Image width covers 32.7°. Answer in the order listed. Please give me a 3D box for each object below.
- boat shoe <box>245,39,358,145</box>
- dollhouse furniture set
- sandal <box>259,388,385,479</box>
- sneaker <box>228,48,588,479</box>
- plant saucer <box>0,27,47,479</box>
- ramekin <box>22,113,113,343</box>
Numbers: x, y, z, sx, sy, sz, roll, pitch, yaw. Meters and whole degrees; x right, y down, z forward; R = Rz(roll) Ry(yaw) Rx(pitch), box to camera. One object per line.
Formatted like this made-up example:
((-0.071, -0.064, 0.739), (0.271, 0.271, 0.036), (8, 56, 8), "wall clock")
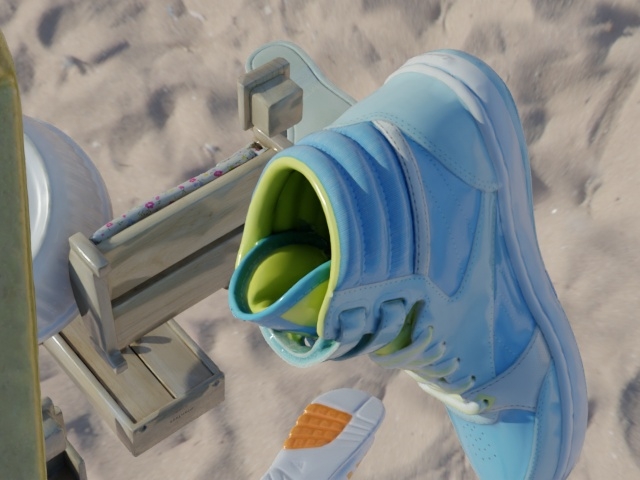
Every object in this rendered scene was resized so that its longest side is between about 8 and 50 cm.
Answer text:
((-0.001, -0.141, 1.394), (0.114, 0.091, 0.302), (-25, 50, -1), "boat shoe")
((-0.186, 0.015, 0.912), (0.303, 0.355, 0.174), (-31, 58, -28), "dollhouse furniture set")
((-0.012, 0.311, 1.481), (0.102, 0.076, 0.265), (27, 58, 29), "sandal")
((0.049, 0.060, 0.689), (0.208, 0.127, 0.319), (-29, 109, -33), "sneaker")
((-0.155, 0.005, 0.321), (0.081, 0.333, 0.333), (-8, 67, -5), "plant saucer")
((-0.280, -0.016, 0.880), (0.207, 0.109, 0.207), (-1, 78, 3), "ramekin")
